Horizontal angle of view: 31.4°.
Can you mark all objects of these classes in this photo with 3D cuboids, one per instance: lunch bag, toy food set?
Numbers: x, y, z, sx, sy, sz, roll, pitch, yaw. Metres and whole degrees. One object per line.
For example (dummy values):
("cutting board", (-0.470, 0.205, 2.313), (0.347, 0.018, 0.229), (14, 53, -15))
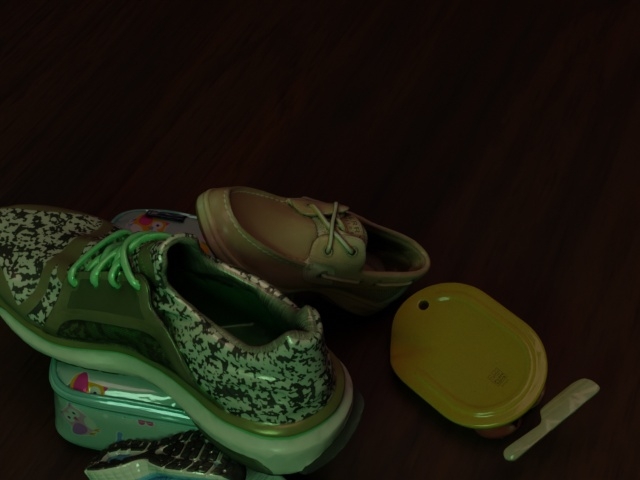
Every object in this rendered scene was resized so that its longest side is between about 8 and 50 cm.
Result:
("lunch bag", (-0.137, 0.089, 1.162), (0.224, 0.108, 0.279), (9, 46, 5))
("toy food set", (0.168, 0.139, 1.170), (0.128, 0.071, 0.218), (-45, 57, -9))

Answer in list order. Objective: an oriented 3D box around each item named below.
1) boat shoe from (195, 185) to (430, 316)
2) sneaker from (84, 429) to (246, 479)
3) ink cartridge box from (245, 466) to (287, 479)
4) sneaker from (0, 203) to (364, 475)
("boat shoe", (0.000, 0.000, 1.145), (0.098, 0.302, 0.109), (-31, 57, 28))
("sneaker", (-0.134, 0.220, 1.039), (0.162, 0.073, 0.063), (-8, 20, 29))
("ink cartridge box", (-0.037, 0.301, 1.023), (0.179, 0.045, 0.145), (38, 52, 8))
("sneaker", (-0.141, 0.037, 1.010), (0.410, 0.182, 0.158), (24, 50, 18))
